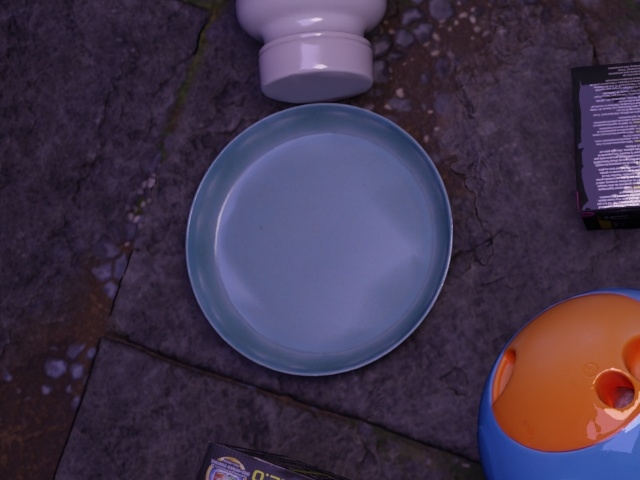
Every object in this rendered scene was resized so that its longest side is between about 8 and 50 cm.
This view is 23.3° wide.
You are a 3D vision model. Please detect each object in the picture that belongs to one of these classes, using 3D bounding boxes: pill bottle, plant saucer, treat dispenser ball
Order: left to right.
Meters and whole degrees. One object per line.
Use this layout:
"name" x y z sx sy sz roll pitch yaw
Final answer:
"pill bottle" -0.015 -0.327 1.786 0.176 0.176 0.318 -7 78 14
"plant saucer" 0.000 0.000 1.793 0.318 0.044 0.317 -3 79 15
"treat dispenser ball" 0.300 0.191 1.547 0.288 0.288 0.288 -3 79 15

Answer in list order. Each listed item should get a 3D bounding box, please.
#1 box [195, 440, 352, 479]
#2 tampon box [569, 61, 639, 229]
"box" 0.009 0.279 1.621 0.216 0.270 0.060 18 84 17
"tampon box" 0.329 -0.100 1.679 0.101 0.120 0.161 -3 79 14
